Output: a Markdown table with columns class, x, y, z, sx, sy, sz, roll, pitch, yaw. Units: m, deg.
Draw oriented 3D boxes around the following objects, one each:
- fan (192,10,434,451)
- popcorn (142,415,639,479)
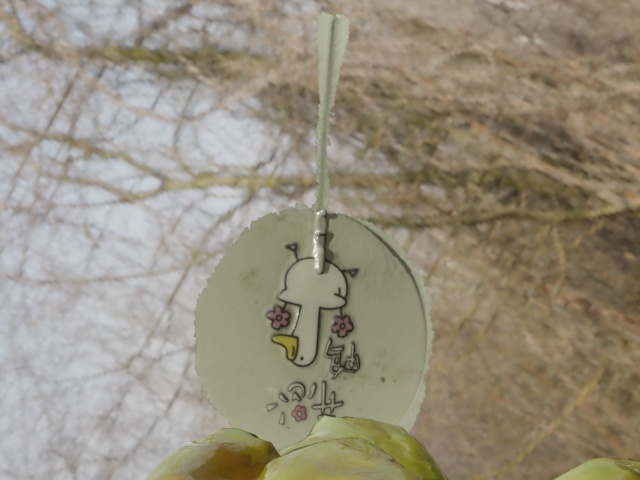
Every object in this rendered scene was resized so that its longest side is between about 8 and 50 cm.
| class | x | y | z | sx | sy | sz | roll | pitch | yaw |
| --- | --- | --- | --- | --- | --- | --- | --- | --- | --- |
| fan | 0.000 | 0.000 | 1.136 | 0.012 | 0.233 | 0.415 | 170 | 101 | -64 |
| popcorn | 0.048 | 0.199 | 0.428 | 0.290 | 0.325 | 0.321 | -23 | 43 | 54 |
